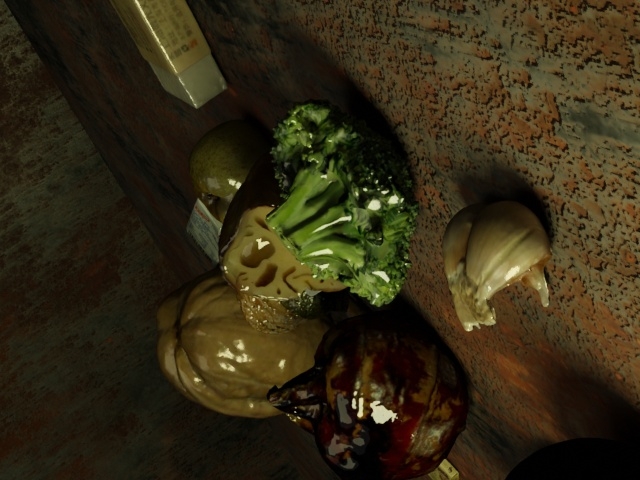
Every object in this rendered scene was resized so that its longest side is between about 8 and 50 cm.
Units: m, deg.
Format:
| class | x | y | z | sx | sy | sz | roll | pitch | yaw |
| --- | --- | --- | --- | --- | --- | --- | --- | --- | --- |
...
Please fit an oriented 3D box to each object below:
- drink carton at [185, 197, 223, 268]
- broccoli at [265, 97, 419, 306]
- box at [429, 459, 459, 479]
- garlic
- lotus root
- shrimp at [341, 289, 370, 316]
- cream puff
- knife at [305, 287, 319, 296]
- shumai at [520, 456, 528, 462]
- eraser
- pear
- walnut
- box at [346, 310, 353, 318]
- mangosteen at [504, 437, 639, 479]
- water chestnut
| class | x | y | z | sx | sy | sz | roll | pitch | yaw |
| --- | --- | --- | --- | --- | --- | --- | --- | --- | --- |
| drink carton | -0.158 | -0.044 | 1.927 | 0.107 | 0.130 | 0.315 | 52 | 166 | 1 |
| broccoli | 0.024 | -0.046 | 1.249 | 0.226 | 0.176 | 0.198 | 38 | 166 | -37 |
| box | 0.232 | 0.441 | 2.018 | 0.073 | 0.020 | 0.149 | 47 | 164 | 28 |
| garlic | 0.180 | 0.017 | 1.071 | 0.174 | 0.099 | 0.124 | 141 | 112 | -72 |
| lotus root | -0.039 | -0.033 | 1.462 | 0.180 | 0.188 | 0.199 | -94 | 26 | -44 |
| shrimp | 0.066 | 0.130 | 1.820 | 0.127 | 0.025 | 0.091 | 48 | 166 | 14 |
| cream puff | -0.031 | 0.073 | 1.782 | 0.169 | 0.183 | 0.183 | 1 | 131 | 38 |
| knife | 0.032 | 0.033 | 1.530 | 0.058 | 0.032 | 0.244 | 55 | 146 | -7 |
| shumai | 0.292 | 0.460 | 1.376 | 0.304 | 0.263 | 0.309 | 53 | 166 | 12 |
| eraser | -0.264 | -0.368 | 1.617 | 0.144 | 0.078 | 0.343 | 35 | 157 | 54 |
| pear | -0.134 | -0.103 | 1.691 | 0.167 | 0.136 | 0.167 | 44 | 160 | 20 |
| walnut | -0.134 | 0.190 | 2.042 | 0.344 | 0.306 | 0.306 | 20 | -172 | -35 |
| box | 0.047 | 0.113 | 1.867 | 0.083 | 0.012 | 0.046 | 58 | 167 | -20 |
| mangosteen | 0.311 | 0.355 | 1.112 | 0.302 | 0.275 | 0.275 | 24 | 150 | 33 |
| water chestnut | 0.080 | 0.237 | 1.582 | 0.289 | 0.244 | 0.289 | 47 | 166 | 16 |
